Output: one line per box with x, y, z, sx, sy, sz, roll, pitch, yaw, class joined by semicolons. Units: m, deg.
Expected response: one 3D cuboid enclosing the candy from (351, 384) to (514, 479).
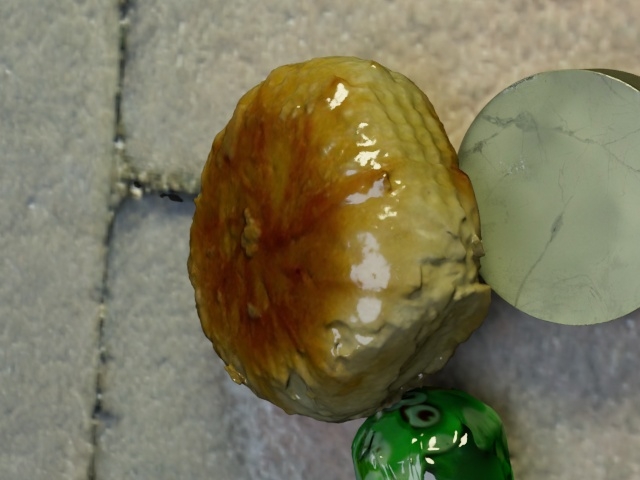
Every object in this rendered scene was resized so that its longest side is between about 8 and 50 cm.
0.097;0.236;0.908;0.097;0.097;0.323;-15;97;31;candy

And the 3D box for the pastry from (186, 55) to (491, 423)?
0.000;0.000;0.881;0.182;0.093;0.192;-51;50;37;pastry

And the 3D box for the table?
0.138;-0.024;0.857;0.133;0.043;0.133;4;99;29;table
